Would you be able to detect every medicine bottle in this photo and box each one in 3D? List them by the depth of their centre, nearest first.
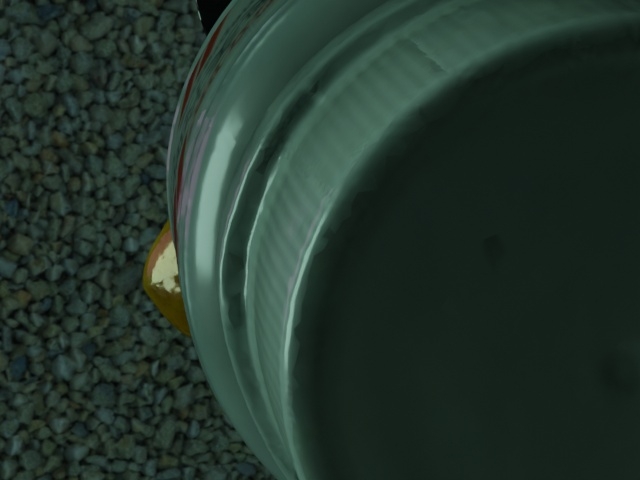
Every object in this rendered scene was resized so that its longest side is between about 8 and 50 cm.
[{"bbox_3d":[0.070,0.000,0.661,0.306,0.245,0.245,-119,31,-75],"label":"medicine bottle"}]

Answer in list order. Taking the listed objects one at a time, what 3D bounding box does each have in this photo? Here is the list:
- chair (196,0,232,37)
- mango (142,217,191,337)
[{"bbox_3d":[0.029,-0.201,1.267,0.401,0.226,0.227,-163,75,-85],"label":"chair"},{"bbox_3d":[0.000,0.000,1.330,0.138,0.257,0.187,-105,17,-72],"label":"mango"}]
